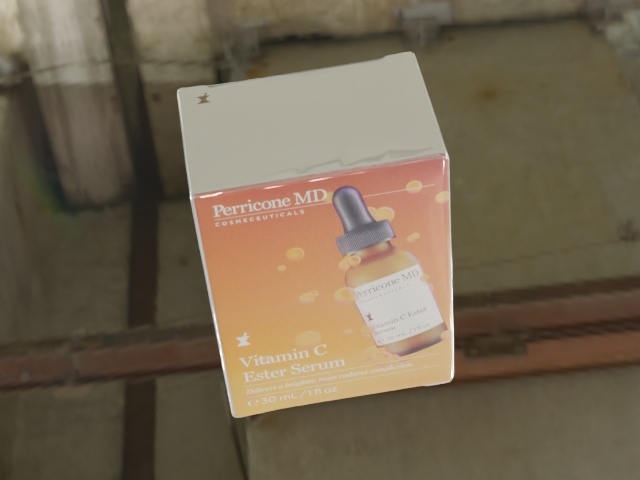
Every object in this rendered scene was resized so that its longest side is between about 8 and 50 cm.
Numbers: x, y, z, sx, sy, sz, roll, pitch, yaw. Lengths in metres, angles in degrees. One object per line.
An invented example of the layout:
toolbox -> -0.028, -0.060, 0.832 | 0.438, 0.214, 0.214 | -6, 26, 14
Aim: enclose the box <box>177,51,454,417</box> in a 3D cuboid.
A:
box -> 0.000, 0.000, 0.729 | 0.130, 0.170, 0.091 | -10, -137, -2
